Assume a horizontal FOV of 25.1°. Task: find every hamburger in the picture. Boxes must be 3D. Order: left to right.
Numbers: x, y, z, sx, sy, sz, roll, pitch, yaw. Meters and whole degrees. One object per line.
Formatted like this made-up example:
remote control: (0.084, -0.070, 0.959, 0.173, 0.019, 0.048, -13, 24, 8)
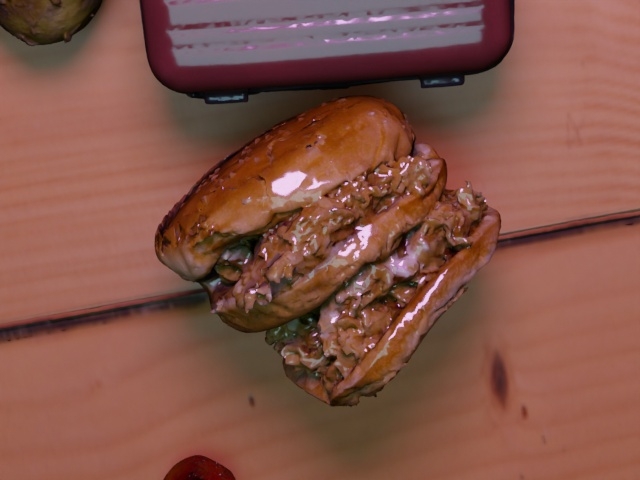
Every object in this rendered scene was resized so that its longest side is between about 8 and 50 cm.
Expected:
hamburger: (0.010, 0.003, 1.146, 0.245, 0.260, 0.211, -34, 100, 33)

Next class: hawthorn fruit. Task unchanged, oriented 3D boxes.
hawthorn fruit: (-0.110, 0.233, 1.307, 0.077, 0.077, 0.077, 0, 105, 2)

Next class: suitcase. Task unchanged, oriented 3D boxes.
suitcase: (0.002, -0.236, 1.135, 0.297, 0.161, 0.236, -4, 103, 3)

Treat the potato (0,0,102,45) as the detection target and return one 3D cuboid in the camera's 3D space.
potato: (-0.219, -0.278, 1.144, 0.113, 0.149, 0.251, -10, 125, -31)
